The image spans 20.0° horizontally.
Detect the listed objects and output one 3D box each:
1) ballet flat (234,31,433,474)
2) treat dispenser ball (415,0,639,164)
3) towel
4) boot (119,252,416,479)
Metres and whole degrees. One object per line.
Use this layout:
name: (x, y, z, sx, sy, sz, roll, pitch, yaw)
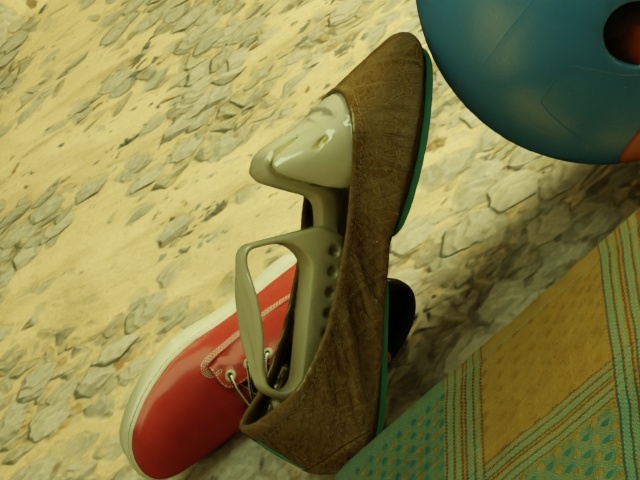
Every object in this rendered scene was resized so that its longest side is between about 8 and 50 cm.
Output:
ballet flat: (0.000, 0.000, 1.351, 0.116, 0.124, 0.342, 178, 103, -68)
treat dispenser ball: (0.215, -0.201, 1.381, 0.288, 0.288, 0.288, -30, 27, 17)
towel: (0.127, 0.137, 1.122, 0.370, 0.040, 0.271, -45, 21, 29)
boot: (-0.040, 0.108, 1.451, 0.244, 0.088, 0.176, -44, 28, -19)
